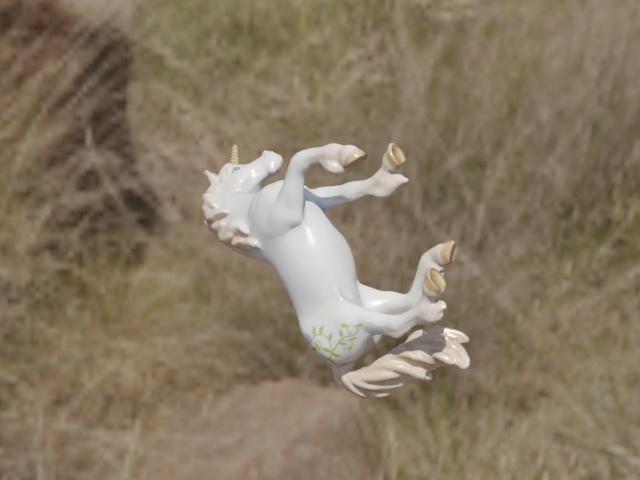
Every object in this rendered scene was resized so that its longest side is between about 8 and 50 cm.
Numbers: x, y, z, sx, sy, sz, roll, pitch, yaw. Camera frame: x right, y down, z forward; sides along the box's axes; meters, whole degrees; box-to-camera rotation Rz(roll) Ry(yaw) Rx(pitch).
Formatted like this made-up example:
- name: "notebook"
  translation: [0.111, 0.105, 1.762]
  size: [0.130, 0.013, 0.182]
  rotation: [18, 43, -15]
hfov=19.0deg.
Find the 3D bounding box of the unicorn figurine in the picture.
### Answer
- name: "unicorn figurine"
  translation: [0.000, 0.000, 0.880]
  size: [0.060, 0.111, 0.162]
  rotation: [4, 61, -49]
